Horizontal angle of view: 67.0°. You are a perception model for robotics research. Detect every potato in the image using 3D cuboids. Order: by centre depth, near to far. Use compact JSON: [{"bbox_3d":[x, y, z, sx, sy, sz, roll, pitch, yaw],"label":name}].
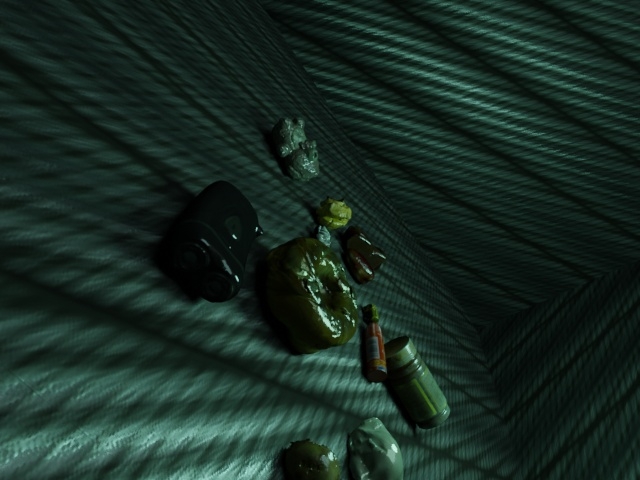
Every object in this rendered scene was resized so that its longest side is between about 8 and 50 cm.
[{"bbox_3d":[-0.009,0.524,1.045,0.171,0.101,0.089,62,24,-5],"label":"potato"}]

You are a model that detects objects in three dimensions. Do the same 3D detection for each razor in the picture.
[{"bbox_3d":[-0.246,-0.006,1.164,0.204,0.114,0.349,54,19,-22],"label":"razor"}]

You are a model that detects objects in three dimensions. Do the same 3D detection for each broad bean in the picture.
[{"bbox_3d":[0.164,0.106,2.075,0.165,0.085,0.114,59,2,15],"label":"broad bean"}]

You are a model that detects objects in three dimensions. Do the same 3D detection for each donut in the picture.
[{"bbox_3d":[-0.025,0.156,1.413,0.360,0.170,0.360,48,29,-37],"label":"donut"}]

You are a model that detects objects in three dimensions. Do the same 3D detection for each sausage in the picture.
[{"bbox_3d":[0.196,0.393,1.765,0.074,0.074,0.274,51,20,-26],"label":"sausage"}]

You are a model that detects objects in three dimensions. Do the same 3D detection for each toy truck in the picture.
[{"bbox_3d":[0.203,0.295,1.940,0.049,0.054,0.083,47,23,-32],"label":"toy truck"}]

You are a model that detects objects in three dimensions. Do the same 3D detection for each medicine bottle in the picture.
[{"bbox_3d":[0.348,0.535,1.817,0.322,0.151,0.151,59,19,-5],"label":"medicine bottle"}]

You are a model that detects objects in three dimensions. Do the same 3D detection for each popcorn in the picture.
[{"bbox_3d":[0.055,-0.111,2.014,0.167,0.149,0.152,-79,169,-81],"label":"popcorn"}]

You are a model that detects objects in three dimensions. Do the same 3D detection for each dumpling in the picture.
[{"bbox_3d":[0.143,0.596,1.312,0.152,0.124,0.228,6,41,-22],"label":"dumpling"}]

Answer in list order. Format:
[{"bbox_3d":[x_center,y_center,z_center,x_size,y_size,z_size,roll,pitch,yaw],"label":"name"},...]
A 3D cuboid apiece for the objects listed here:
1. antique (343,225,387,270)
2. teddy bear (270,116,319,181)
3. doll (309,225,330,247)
[{"bbox_3d":[0.198,0.040,2.201,0.257,0.121,0.143,43,16,-25],"label":"antique"},{"bbox_3d":[-0.101,-0.374,1.988,0.236,0.151,0.267,-17,75,-49],"label":"teddy bear"},{"bbox_3d":[0.000,0.000,1.835,0.091,0.067,0.219,60,21,-13],"label":"doll"}]
